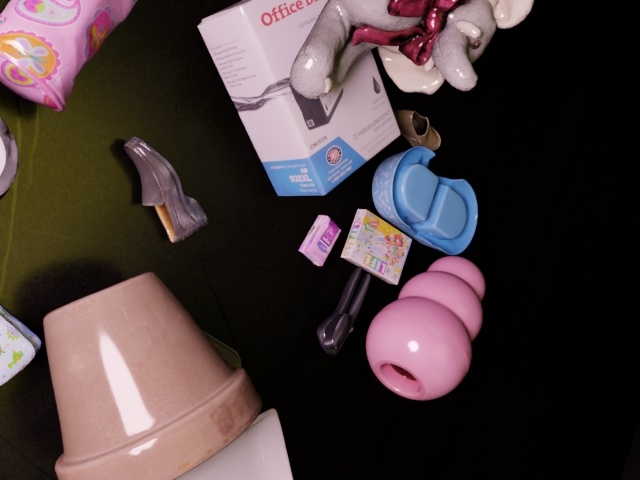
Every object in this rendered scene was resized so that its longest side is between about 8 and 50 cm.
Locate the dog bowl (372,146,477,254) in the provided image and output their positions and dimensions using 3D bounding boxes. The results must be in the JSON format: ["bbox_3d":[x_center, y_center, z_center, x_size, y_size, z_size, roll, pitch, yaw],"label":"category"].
[{"bbox_3d":[0.221,-0.081,1.209,0.297,0.074,0.166,30,75,-39],"label":"dog bowl"}]

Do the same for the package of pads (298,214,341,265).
[{"bbox_3d":[0.000,0.000,1.052,0.050,0.032,0.083,44,66,-38],"label":"package of pads"}]

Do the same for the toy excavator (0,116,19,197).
[{"bbox_3d":[-0.557,-0.144,0.466,0.433,0.222,0.445,-34,102,-36],"label":"toy excavator"}]

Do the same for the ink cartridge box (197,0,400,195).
[{"bbox_3d":[-0.022,-0.259,0.942,0.223,0.129,0.307,-40,118,-31],"label":"ink cartridge box"}]

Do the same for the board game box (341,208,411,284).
[{"bbox_3d":[0.116,0.015,1.158,0.154,0.026,0.103,29,76,-39],"label":"board game box"}]

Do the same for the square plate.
[{"bbox_3d":[-0.180,0.498,0.933,0.344,0.049,0.347,-23,109,-38],"label":"square plate"}]

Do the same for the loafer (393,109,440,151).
[{"bbox_3d":[0.209,-0.227,1.198,0.148,0.050,0.056,21,81,-40],"label":"loafer"}]

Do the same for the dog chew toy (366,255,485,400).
[{"bbox_3d":[0.233,0.158,1.171,0.332,0.207,0.206,-51,124,-35],"label":"dog chew toy"}]

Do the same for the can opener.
[{"bbox_3d":[0.052,0.135,1.095,0.059,0.073,0.186,47,55,-25],"label":"can opener"}]

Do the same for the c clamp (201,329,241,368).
[{"bbox_3d":[-0.188,0.223,0.916,0.160,0.022,0.137,48,64,-34],"label":"c clamp"}]

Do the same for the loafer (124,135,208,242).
[{"bbox_3d":[-0.231,-0.070,0.826,0.061,0.062,0.170,-45,120,-23],"label":"loafer"}]

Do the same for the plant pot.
[{"bbox_3d":[-0.238,0.171,0.741,0.263,0.263,0.229,-25,93,-37],"label":"plant pot"}]

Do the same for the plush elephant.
[{"bbox_3d":[0.145,-0.316,0.821,0.255,0.272,0.330,30,45,-14],"label":"plush elephant"}]

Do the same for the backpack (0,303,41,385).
[{"bbox_3d":[-0.407,0.132,0.676,0.114,0.084,0.105,-48,120,-24],"label":"backpack"}]

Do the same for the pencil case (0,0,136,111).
[{"bbox_3d":[-0.304,-0.296,0.705,0.124,0.124,0.284,39,70,-37],"label":"pencil case"}]
